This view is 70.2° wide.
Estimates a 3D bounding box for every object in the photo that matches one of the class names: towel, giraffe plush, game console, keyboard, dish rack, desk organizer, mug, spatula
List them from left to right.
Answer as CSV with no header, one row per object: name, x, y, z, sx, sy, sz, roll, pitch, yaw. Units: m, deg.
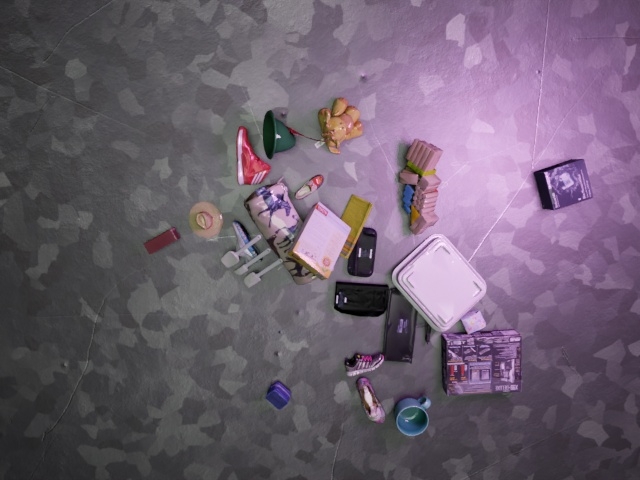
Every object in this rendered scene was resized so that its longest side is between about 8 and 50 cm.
desk organizer,-0.624,0.001,1.791,0.130,0.047,0.050,-28,100,4
spatula,-0.266,0.080,1.753,0.242,0.019,0.168,-34,101,37
giraffe plush,0.059,-0.418,1.668,0.181,0.170,0.210,40,96,-6
towel,0.113,-0.055,1.776,0.102,0.021,0.237,29,98,26
game console,0.173,0.127,1.815,0.213,0.044,0.362,5,99,-2
keyboard,0.365,0.346,1.853,0.201,0.033,0.317,5,99,0
mug,0.382,0.713,1.873,0.157,0.097,0.130,-14,98,1
dish rack,0.478,0.170,1.790,0.285,0.072,0.333,-42,95,-2

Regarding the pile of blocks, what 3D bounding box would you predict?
pile of blocks,0.393,-0.206,1.748,0.112,0.149,0.362,-13,113,-41

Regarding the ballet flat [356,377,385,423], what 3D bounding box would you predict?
ballet flat,0.206,0.674,1.876,0.076,0.079,0.222,-22,98,2

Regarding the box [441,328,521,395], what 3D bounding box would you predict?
box,0.654,0.495,1.852,0.307,0.076,0.243,-4,99,1

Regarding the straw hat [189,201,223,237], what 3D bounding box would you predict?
straw hat,-0.454,-0.077,1.773,0.144,0.061,0.145,0,98,-1

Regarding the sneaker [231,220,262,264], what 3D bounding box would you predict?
sneaker,-0.309,0.015,1.785,0.082,0.071,0.191,-27,97,9

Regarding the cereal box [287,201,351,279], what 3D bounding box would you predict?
cereal box,0.000,0.000,1.671,0.173,0.047,0.240,39,57,-19

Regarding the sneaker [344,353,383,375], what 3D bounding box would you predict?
sneaker,0.172,0.492,1.856,0.170,0.063,0.075,-23,104,8

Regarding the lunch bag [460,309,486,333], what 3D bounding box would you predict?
lunch bag,0.617,0.327,1.840,0.083,0.053,0.071,-26,96,13

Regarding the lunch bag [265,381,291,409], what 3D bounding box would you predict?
lunch bag,-0.176,0.635,1.877,0.067,0.065,0.098,-42,98,21

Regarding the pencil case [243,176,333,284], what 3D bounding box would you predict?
pencil case,-0.117,-0.027,1.728,0.183,0.160,0.410,-29,97,30

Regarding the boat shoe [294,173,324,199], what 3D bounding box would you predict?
boat shoe,-0.042,-0.206,1.764,0.137,0.043,0.049,-36,95,4

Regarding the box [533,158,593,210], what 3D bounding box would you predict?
box,0.927,-0.213,1.740,0.158,0.093,0.156,-19,98,4

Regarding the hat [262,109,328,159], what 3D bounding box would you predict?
hat,-0.104,-0.383,1.695,0.183,0.209,0.173,-4,144,-20

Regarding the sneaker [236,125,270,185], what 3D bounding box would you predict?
sneaker,-0.255,-0.321,1.737,0.128,0.087,0.221,0,111,-9
